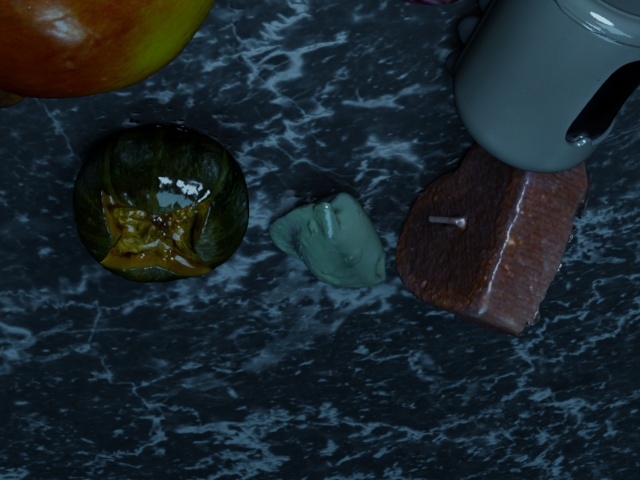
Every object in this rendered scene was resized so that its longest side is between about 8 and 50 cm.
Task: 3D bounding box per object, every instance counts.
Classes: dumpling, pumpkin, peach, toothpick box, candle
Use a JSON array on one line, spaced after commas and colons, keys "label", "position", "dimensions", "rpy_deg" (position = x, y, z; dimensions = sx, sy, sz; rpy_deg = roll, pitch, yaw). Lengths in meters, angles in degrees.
[{"label": "dumpling", "position": [0.007, 0.007, 2.098], "dimensions": [0.149, 0.105, 0.217], "rpy_deg": [-20, 144, 7]}, {"label": "pumpkin", "position": [-0.209, -0.052, 1.955], "dimensions": [0.238, 0.159, 0.238], "rpy_deg": [0, 131, 0]}, {"label": "peach", "position": [-0.243, -0.297, 1.492], "dimensions": [0.306, 0.242, 0.380], "rpy_deg": [-28, 157, 29]}, {"label": "toothpick box", "position": [0.275, -0.223, 1.779], "dimensions": [0.229, 0.229, 0.316], "rpy_deg": [10, 141, -19]}, {"label": "candle", "position": [0.214, -0.001, 1.985], "dimensions": [0.131, 0.287, 0.317], "rpy_deg": [21, 137, -25]}]

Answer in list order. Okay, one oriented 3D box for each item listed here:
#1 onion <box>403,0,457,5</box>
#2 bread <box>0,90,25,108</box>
[{"label": "onion", "position": [0.127, -0.351, 1.613], "dimensions": [0.207, 0.201, 0.200], "rpy_deg": [-38, 132, 26]}, {"label": "bread", "position": [-0.407, -0.258, 1.689], "dimensions": [0.232, 0.135, 0.247], "rpy_deg": [-24, 138, 1]}]
